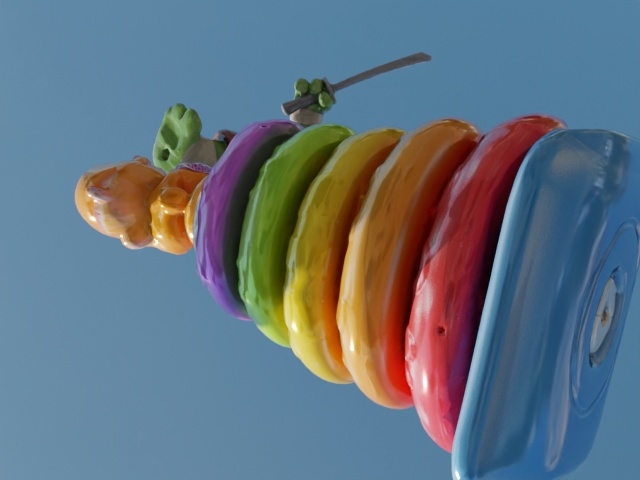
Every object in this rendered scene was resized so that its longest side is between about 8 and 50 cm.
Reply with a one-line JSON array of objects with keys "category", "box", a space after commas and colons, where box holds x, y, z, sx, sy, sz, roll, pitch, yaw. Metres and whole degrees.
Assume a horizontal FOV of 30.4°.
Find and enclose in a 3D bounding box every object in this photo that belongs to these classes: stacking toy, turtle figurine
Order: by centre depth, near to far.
[{"category": "stacking toy", "box": [0.000, 0.000, 0.595, 0.301, 0.166, 0.175, 14, -174, 27]}, {"category": "turtle figurine", "box": [0.001, -0.082, 1.116, 0.266, 0.274, 0.198, 3, -106, -45]}]
